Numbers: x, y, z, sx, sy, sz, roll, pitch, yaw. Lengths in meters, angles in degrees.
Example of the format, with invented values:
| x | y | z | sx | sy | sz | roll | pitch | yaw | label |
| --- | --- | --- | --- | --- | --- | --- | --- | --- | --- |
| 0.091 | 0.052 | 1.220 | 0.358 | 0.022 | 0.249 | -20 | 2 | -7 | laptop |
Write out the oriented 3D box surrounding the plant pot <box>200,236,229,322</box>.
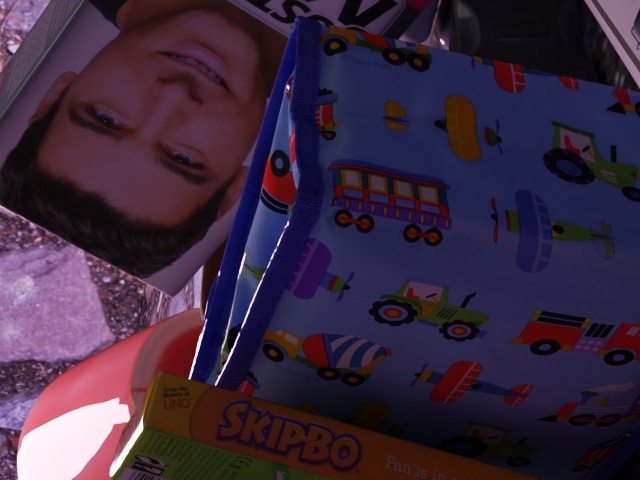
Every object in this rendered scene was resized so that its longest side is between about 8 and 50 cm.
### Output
| x | y | z | sx | sy | sz | roll | pitch | yaw | label |
| --- | --- | --- | --- | --- | --- | --- | --- | --- | --- |
| 0.000 | 0.000 | 1.281 | 0.167 | 0.165 | 0.167 | -169 | 90 | -78 | plant pot |

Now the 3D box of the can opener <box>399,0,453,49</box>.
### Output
| x | y | z | sx | sy | sz | roll | pitch | yaw | label |
| --- | --- | --- | --- | --- | --- | --- | --- | --- | --- |
| 0.117 | -0.272 | 1.187 | 0.093 | 0.074 | 0.280 | -102 | 25 | -60 | can opener |

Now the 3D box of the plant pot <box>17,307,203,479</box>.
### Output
| x | y | z | sx | sy | sz | roll | pitch | yaw | label |
| --- | --- | --- | --- | --- | --- | --- | --- | --- | --- |
| -0.140 | 0.199 | 1.609 | 0.243 | 0.275 | 0.275 | -44 | 36 | 52 | plant pot |

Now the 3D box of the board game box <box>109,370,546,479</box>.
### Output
| x | y | z | sx | sy | sz | roll | pitch | yaw | label |
| --- | --- | --- | --- | --- | --- | --- | --- | --- | --- |
| 0.032 | 0.127 | 0.778 | 0.124 | 0.259 | 0.039 | 127 | 160 | -66 | board game box |

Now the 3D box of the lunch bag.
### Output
| x | y | z | sx | sy | sz | roll | pitch | yaw | label |
| --- | --- | --- | --- | --- | --- | --- | --- | --- | --- |
| 0.057 | 0.059 | 0.808 | 0.138 | 0.221 | 0.293 | -91 | 16 | -46 | lunch bag |

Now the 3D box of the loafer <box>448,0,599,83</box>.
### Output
| x | y | z | sx | sy | sz | roll | pitch | yaw | label |
| --- | --- | --- | --- | --- | --- | --- | --- | --- | --- |
| 0.119 | -0.079 | 0.991 | 0.095 | 0.109 | 0.302 | 86 | -170 | -48 | loafer |

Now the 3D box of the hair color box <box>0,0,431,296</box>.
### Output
| x | y | z | sx | sy | sz | roll | pitch | yaw | label |
| --- | --- | --- | --- | --- | --- | --- | --- | --- | --- |
| -0.073 | -0.147 | 1.081 | 0.374 | 0.185 | 0.113 | -47 | 25 | 31 | hair color box |

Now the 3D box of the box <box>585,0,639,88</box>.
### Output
| x | y | z | sx | sy | sz | roll | pitch | yaw | label |
| --- | --- | --- | --- | --- | --- | --- | --- | --- | --- |
| 0.172 | -0.109 | 0.532 | 0.290 | 0.169 | 0.087 | -99 | 22 | -61 | box |
